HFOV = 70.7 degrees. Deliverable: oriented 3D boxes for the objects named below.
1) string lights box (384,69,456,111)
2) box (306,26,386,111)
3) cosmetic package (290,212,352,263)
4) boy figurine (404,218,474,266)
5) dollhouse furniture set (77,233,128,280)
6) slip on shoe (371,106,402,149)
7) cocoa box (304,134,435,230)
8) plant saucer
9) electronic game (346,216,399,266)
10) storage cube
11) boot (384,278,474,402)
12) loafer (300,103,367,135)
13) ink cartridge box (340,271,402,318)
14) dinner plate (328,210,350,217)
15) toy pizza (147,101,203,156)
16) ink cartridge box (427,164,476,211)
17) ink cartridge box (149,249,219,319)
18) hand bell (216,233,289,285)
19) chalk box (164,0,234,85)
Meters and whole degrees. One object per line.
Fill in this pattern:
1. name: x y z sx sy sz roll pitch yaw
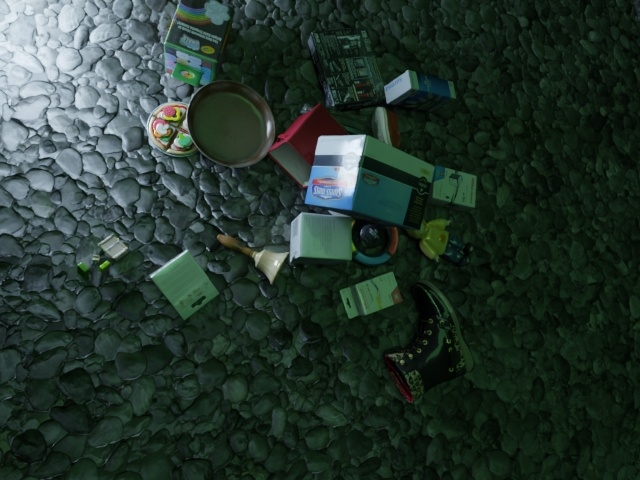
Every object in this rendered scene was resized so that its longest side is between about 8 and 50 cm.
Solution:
1. string lights box: 0.390 -0.578 1.761 0.259 0.133 0.077 -3 80 -36
2. box: 0.106 -0.667 1.759 0.242 0.076 0.308 -15 84 -20
3. cosmetic package: 0.000 0.000 1.555 0.183 0.151 0.152 5 78 -15
4. boy figurine: 0.449 -0.012 1.730 0.285 0.092 0.177 31 75 -13
5. dollhouse furniture set: -0.677 0.057 1.404 0.076 0.059 0.152 40 51 2
6. slip on shoe: 0.268 -0.354 1.731 0.101 0.123 0.332 2 74 -21
7. cocoa box: 0.164 -0.181 1.471 0.346 0.231 0.228 12 91 -41
8. plant saucer: -0.312 -0.400 1.576 0.310 0.050 0.311 4 81 -25
9. electronic game: 0.186 -0.017 1.671 0.229 0.048 0.230 3 78 -16
10. storage cube: -0.034 -0.326 1.574 0.215 0.183 0.193 45 70 -19
11. boot: 0.357 0.358 1.609 0.284 0.138 0.378 -25 93 -20
12. loafer: 0.054 -0.461 1.689 0.267 0.096 0.084 17 89 -22
13. ink cartridge box: 0.181 0.197 1.616 0.198 0.067 0.116 -18 85 -19
14. dinner plate: 0.086 -0.147 1.663 0.141 0.017 0.141 1 69 -3
15. toy pizza: -0.487 -0.385 1.544 0.201 0.032 0.202 3 78 -17
16. ink cartridge box: 0.515 -0.204 1.792 0.190 0.082 0.140 11 76 -13
17. ink cartridge box: -0.438 0.142 1.462 0.145 0.045 0.179 -39 110 -21
18. hand bell: -0.237 0.040 1.514 0.241 0.126 0.126 28 72 2
19. chalk box: -0.423 -0.655 1.543 0.180 0.179 0.289 17 76 -14
